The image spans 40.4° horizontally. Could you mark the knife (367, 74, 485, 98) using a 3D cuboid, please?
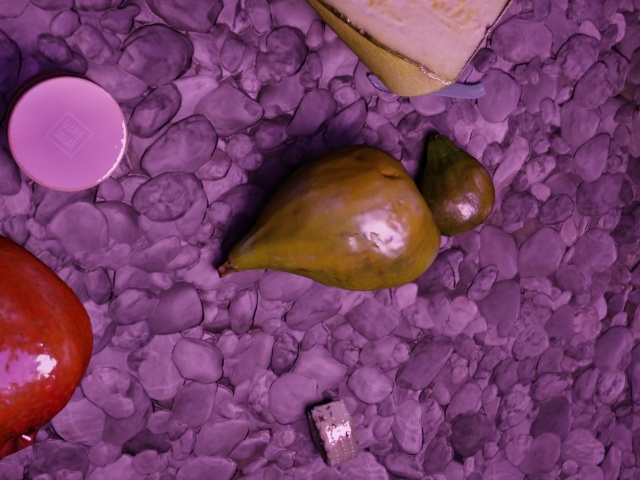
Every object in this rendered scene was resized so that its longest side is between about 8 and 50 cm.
[{"bbox_3d":[0.169,-0.242,1.372,0.210,0.015,0.028,0,112,-21],"label":"knife"}]

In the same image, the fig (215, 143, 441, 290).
[{"bbox_3d":[0.019,-0.008,1.261,0.314,0.233,0.233,-27,113,-19],"label":"fig"}]

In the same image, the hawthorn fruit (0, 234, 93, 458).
[{"bbox_3d":[-0.436,0.130,1.104,0.295,0.295,0.311,-6,84,-20],"label":"hawthorn fruit"}]

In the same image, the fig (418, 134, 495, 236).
[{"bbox_3d":[0.208,-0.092,1.378,0.123,0.123,0.156,-27,101,-13],"label":"fig"}]

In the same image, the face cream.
[{"bbox_3d":[-0.336,-0.147,1.144,0.149,0.104,0.149,-6,108,-20],"label":"face cream"}]

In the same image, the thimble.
[{"bbox_3d":[0.022,0.315,1.434,0.062,0.084,0.109,-20,114,-15],"label":"thimble"}]

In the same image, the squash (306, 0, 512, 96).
[{"bbox_3d":[0.081,-0.385,1.190,0.309,0.210,0.233,46,74,-31],"label":"squash"}]
